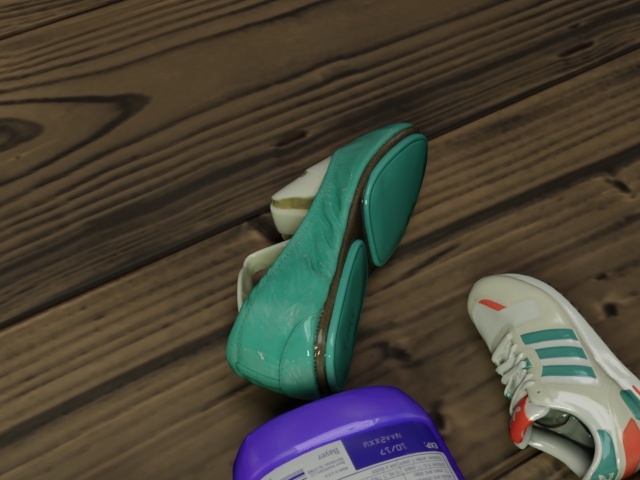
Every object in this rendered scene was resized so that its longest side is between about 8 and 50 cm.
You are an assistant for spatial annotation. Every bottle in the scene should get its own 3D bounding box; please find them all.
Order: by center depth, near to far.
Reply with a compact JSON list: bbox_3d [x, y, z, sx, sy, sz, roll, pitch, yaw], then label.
[{"bbox_3d":[0.051,0.203,0.691,0.118,0.092,0.283,-18,50,-13],"label":"bottle"}]

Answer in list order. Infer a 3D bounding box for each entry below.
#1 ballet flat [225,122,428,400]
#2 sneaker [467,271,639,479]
[{"bbox_3d":[0.000,0.000,0.904,0.087,0.083,0.247,7,40,16],"label":"ballet flat"},{"bbox_3d":[0.132,0.082,0.857,0.075,0.057,0.161,-20,54,-35],"label":"sneaker"}]
